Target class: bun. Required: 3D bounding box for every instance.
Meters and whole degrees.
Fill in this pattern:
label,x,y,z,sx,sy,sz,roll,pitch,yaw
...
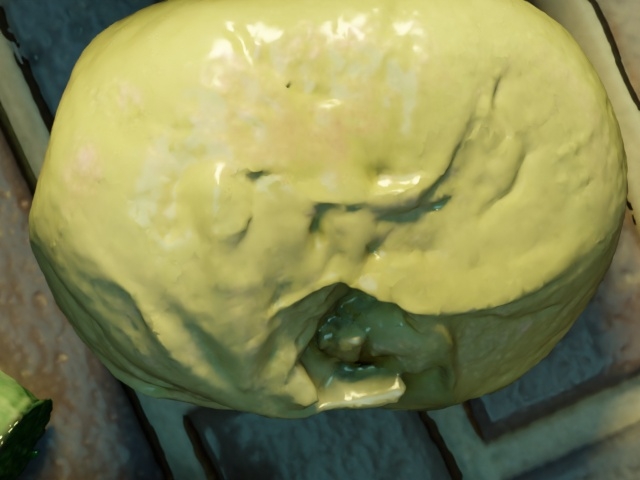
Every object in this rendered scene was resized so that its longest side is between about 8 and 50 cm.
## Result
label,x,y,z,sx,sy,sz,roll,pitch,yaw
bun,0.000,0.000,1.071,0.361,0.361,0.213,-8,61,7

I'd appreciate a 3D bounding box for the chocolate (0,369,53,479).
label,x,y,z,sx,sy,sz,roll,pitch,yaw
chocolate,-0.331,0.086,1.228,0.291,0.110,0.110,26,96,6
